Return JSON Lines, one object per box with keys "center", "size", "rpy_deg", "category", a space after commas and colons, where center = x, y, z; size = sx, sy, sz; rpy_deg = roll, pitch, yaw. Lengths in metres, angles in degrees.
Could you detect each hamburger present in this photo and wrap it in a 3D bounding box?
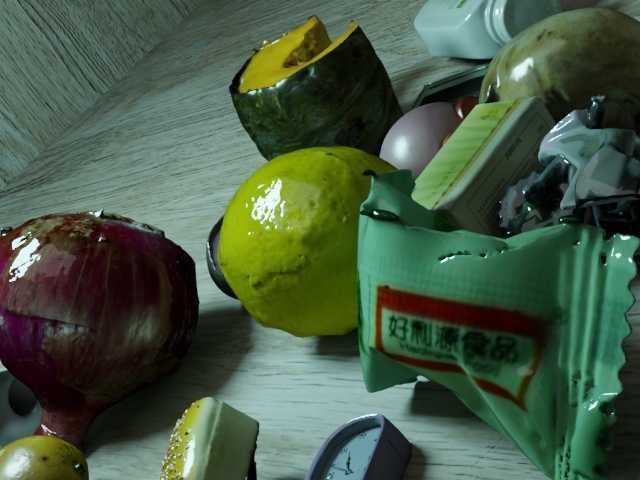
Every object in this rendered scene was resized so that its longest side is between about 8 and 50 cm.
{"center": [-0.130, 0.277, 1.292], "size": [0.116, 0.173, 0.210], "rpy_deg": [8, 32, 2], "category": "hamburger"}

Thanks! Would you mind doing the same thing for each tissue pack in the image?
{"center": [0.212, -0.047, 1.441], "size": [0.125, 0.159, 0.234], "rpy_deg": [-5, 37, 49], "category": "tissue pack"}

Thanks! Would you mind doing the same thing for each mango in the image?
{"center": [-0.408, 0.362, 1.532], "size": [0.236, 0.136, 0.166], "rpy_deg": [-41, 26, 0], "category": "mango"}

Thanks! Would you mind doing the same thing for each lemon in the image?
{"center": [0.002, 0.000, 1.532], "size": [0.260, 0.260, 0.284], "rpy_deg": [-44, 24, -20], "category": "lemon"}

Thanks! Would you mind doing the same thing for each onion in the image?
{"center": [-0.358, 0.148, 1.734], "size": [0.347, 0.347, 0.385], "rpy_deg": [3, 79, 56], "category": "onion"}

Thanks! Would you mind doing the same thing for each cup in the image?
{"center": [-0.522, 0.274, 1.866], "size": [0.142, 0.134, 0.173], "rpy_deg": [-21, 27, 34], "category": "cup"}

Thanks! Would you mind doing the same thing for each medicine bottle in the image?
{"center": [0.295, -0.390, 2.029], "size": [0.179, 0.124, 0.324], "rpy_deg": [-34, 16, -10], "category": "medicine bottle"}

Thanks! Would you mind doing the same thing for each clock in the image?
{"center": [0.027, 0.255, 1.242], "size": [0.110, 0.050, 0.153], "rpy_deg": [-19, 27, 35], "category": "clock"}

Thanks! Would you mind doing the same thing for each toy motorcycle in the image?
{"center": [0.359, -0.071, 1.287], "size": [0.326, 0.143, 0.188], "rpy_deg": [-2, 51, 30], "category": "toy motorcycle"}

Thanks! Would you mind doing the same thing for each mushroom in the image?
{"center": [0.329, -0.204, 1.541], "size": [0.254, 0.184, 0.255], "rpy_deg": [-15, 3, 1], "category": "mushroom"}
{"center": [-0.102, 0.017, 1.819], "size": [0.188, 0.141, 0.117], "rpy_deg": [-53, -6, -30], "category": "mushroom"}

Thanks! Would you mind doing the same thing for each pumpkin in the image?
{"center": [-0.012, -0.244, 2.040], "size": [0.256, 0.225, 0.303], "rpy_deg": [-39, 20, -5], "category": "pumpkin"}

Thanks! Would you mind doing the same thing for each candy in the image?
{"center": [0.162, 0.081, 1.168], "size": [0.172, 0.263, 0.398], "rpy_deg": [-12, 17, -32], "category": "candy"}

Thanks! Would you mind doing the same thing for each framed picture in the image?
{"center": [0.253, -0.241, 1.955], "size": [0.293, 0.018, 0.231], "rpy_deg": [-16, 29, 38], "category": "framed picture"}

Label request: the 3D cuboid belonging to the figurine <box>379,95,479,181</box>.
{"center": [0.162, -0.106, 1.626], "size": [0.173, 0.173, 0.173], "rpy_deg": [-29, 23, 14], "category": "figurine"}
